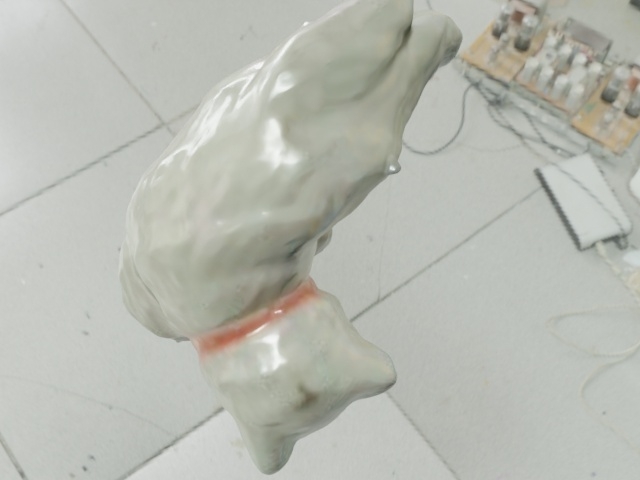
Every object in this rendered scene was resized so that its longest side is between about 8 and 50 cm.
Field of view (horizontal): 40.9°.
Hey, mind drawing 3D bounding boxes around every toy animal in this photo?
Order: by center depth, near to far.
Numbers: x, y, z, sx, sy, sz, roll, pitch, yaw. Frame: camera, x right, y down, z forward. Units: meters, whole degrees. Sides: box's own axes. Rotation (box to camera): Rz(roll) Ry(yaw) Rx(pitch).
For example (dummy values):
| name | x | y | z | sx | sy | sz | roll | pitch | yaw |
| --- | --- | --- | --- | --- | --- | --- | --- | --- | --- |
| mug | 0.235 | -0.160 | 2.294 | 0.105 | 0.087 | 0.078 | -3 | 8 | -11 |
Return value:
| name | x | y | z | sx | sy | sz | roll | pitch | yaw |
| --- | --- | --- | --- | --- | --- | --- | --- | --- | --- |
| toy animal | 0.000 | 0.000 | 0.579 | 0.308 | 0.266 | 0.188 | -31 | 56 | 3 |
